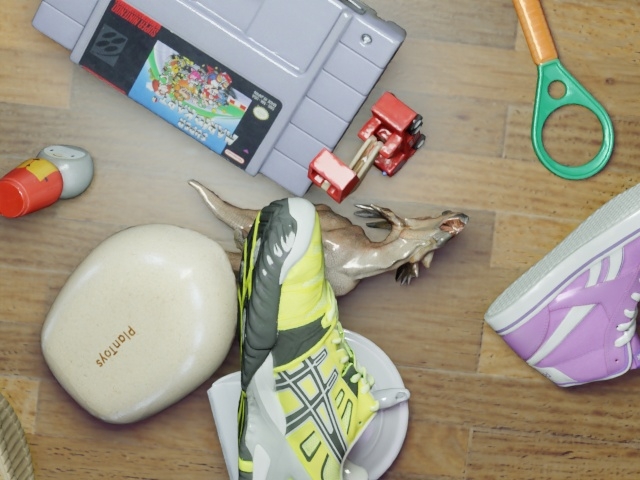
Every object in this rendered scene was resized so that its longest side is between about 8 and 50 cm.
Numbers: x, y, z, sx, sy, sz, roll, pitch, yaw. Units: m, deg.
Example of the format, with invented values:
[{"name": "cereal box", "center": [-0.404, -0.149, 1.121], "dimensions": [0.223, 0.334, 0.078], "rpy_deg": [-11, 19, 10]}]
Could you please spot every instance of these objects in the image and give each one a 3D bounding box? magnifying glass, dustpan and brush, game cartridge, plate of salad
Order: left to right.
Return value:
[{"name": "game cartridge", "center": [-0.114, -0.222, 1.833], "dimensions": [0.355, 0.068, 0.230], "rpy_deg": [32, 115, -1]}, {"name": "dustpan and brush", "center": [-0.005, 0.197, 1.912], "dimensions": [0.211, 0.060, 0.147], "rpy_deg": [-11, 106, 9]}, {"name": "plate of salad", "center": [0.000, 0.194, 1.958], "dimensions": [0.200, 0.048, 0.200], "rpy_deg": [0, 95, 1]}, {"name": "magnifying glass", "center": [0.266, -0.181, 1.965], "dimensions": [0.092, 0.026, 0.231], "rpy_deg": [-19, 94, 0]}]

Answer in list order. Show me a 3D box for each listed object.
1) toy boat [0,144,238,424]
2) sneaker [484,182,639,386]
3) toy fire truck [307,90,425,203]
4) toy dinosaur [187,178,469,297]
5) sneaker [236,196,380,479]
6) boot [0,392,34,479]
[{"name": "toy boat", "center": [-0.225, 0.031, 1.898], "dimensions": [0.267, 0.148, 0.318], "rpy_deg": [-38, 90, 30]}, {"name": "sneaker", "center": [0.338, 0.052, 1.919], "dimensions": [0.161, 0.102, 0.282], "rpy_deg": [45, 116, -6]}, {"name": "toy fire truck", "center": [0.052, -0.092, 1.875], "dimensions": [0.047, 0.192, 0.135], "rpy_deg": [39, 85, 11]}, {"name": "toy dinosaur", "center": [0.000, 0.000, 1.913], "dimensions": [0.296, 0.200, 0.127], "rpy_deg": [25, 136, 23]}, {"name": "sneaker", "center": [-0.013, 0.126, 1.794], "dimensions": [0.147, 0.145, 0.384], "rpy_deg": [0, 121, -4]}, {"name": "boot", "center": [-0.453, 0.227, 1.950], "dimensions": [0.207, 0.090, 0.248], "rpy_deg": [-23, 93, 12]}]
